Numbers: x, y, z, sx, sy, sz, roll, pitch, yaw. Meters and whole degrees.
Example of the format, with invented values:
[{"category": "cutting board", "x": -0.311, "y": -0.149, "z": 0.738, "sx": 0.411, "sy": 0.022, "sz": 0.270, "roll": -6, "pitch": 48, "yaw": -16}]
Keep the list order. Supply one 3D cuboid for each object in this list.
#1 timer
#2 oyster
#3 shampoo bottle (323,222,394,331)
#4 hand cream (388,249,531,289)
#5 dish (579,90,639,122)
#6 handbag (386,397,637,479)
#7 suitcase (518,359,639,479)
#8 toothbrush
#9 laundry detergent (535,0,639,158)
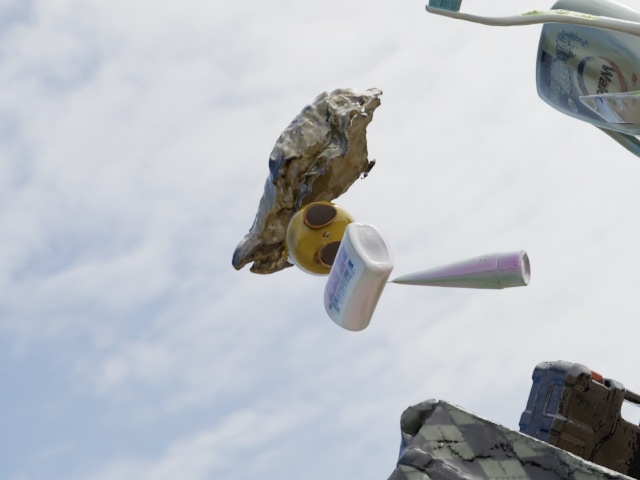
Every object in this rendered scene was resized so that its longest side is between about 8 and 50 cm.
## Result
[{"category": "timer", "x": 0.000, "y": 0.000, "z": 2.205, "sx": 0.107, "sy": 0.107, "sz": 0.109, "roll": -19, "pitch": -6, "yaw": -10}, {"category": "oyster", "x": -0.011, "y": -0.084, "z": 2.302, "sx": 0.198, "sy": 0.133, "sz": 0.337, "roll": -13, "pitch": -46, "yaw": -58}, {"category": "shampoo bottle", "x": 0.035, "y": 0.041, "z": 1.535, "sx": 0.043, "sy": 0.072, "sz": 0.099, "roll": 3, "pitch": -52, "yaw": -22}, {"category": "hand cream", "x": 0.173, "y": 0.042, "z": 1.960, "sx": 0.174, "sy": 0.047, "sz": 0.076, "roll": -6, "pitch": -1, "yaw": 22}, {"category": "dish", "x": 0.376, "y": -0.162, "z": 1.924, "sx": 0.091, "sy": 0.039, "sz": 0.137, "roll": -10, "pitch": 8, "yaw": -36}, {"category": "handbag", "x": 0.116, "y": 0.322, "z": 1.262, "sx": 0.416, "sy": 0.317, "sz": 0.180, "roll": -43, "pitch": -25, "yaw": -43}, {"category": "suitcase", "x": 0.326, "y": 0.266, "z": 1.749, "sx": 0.285, "sy": 0.206, "sz": 0.066, "roll": 26, "pitch": -13, "yaw": -34}, {"category": "toothbrush", "x": 0.224, "y": -0.194, "z": 1.420, "sx": 0.263, "sy": 0.026, "sz": 0.022, "roll": 11, "pitch": 23, "yaw": 9}, {"category": "laundry detergent", "x": 0.423, "y": -0.198, "z": 2.100, "sx": 0.105, "sy": 0.280, "sz": 0.215, "roll": -40, "pitch": -29, "yaw": -27}]
